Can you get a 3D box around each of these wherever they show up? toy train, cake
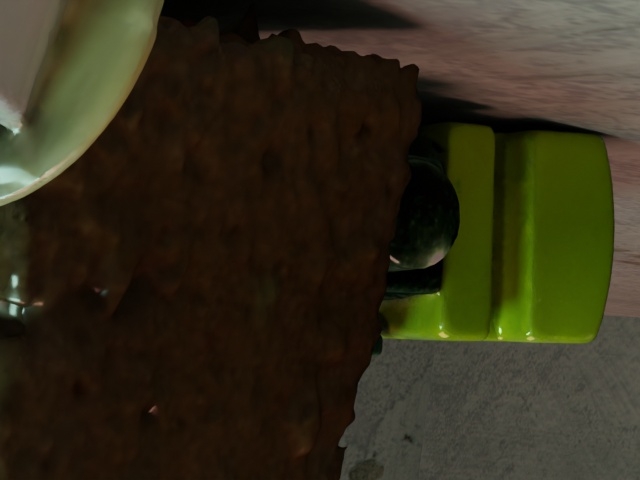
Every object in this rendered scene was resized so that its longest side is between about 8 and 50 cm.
[{"bbox_3d":[0.000,0.000,1.149,0.272,0.179,0.442,3,177,-30],"label":"toy train"},{"bbox_3d":[-0.141,0.008,0.791,0.290,0.282,0.256,13,179,36],"label":"cake"}]

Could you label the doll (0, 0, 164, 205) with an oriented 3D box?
[{"bbox_3d":[-0.140,-0.084,0.417,0.208,0.144,0.271,17,179,-5],"label":"doll"}]
